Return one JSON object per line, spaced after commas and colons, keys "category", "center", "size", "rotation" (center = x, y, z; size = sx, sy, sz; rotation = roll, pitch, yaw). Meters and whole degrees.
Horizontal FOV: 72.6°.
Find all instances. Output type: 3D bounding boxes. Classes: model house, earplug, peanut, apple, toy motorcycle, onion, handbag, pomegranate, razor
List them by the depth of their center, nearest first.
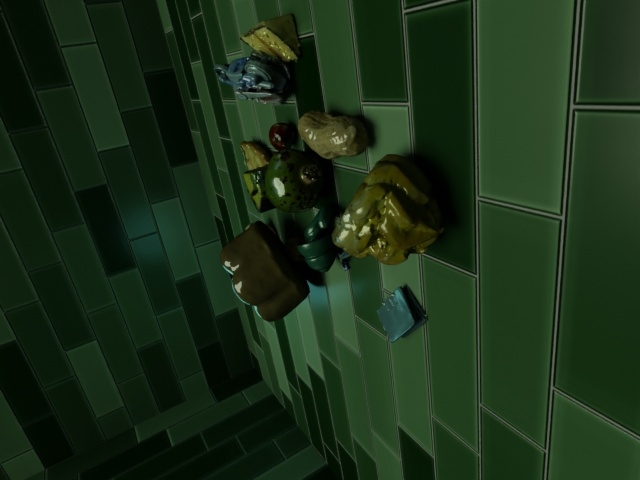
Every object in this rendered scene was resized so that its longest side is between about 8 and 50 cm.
{"category": "peanut", "center": [0.046, -0.340, 1.425], "size": [0.291, 0.143, 0.159], "rotation": [28, 167, 48]}
{"category": "handbag", "center": [0.274, 0.258, 1.518], "size": [0.144, 0.057, 0.221], "rotation": [64, 155, 21]}
{"category": "razor", "center": [0.126, 0.037, 1.645], "size": [0.093, 0.056, 0.324], "rotation": [67, 155, 10]}
{"category": "pomegranate", "center": [-0.091, -0.235, 1.675], "size": [0.270, 0.254, 0.254], "rotation": [-17, 93, 56]}
{"category": "toy motorcycle", "center": [-0.263, -0.609, 1.717], "size": [0.319, 0.182, 0.241], "rotation": [18, 147, 41]}
{"category": "earplug", "center": [0.008, -0.002, 1.748], "size": [0.257, 0.164, 0.280], "rotation": [1, 112, 49]}
{"category": "onion", "center": [-0.163, -0.430, 1.801], "size": [0.118, 0.118, 0.117], "rotation": [56, 130, 27]}
{"category": "model house", "center": [-0.210, -0.224, 1.905], "size": [0.170, 0.194, 0.211], "rotation": [13, 121, 55]}
{"category": "apple", "center": [-0.109, 0.046, 2.041], "size": [0.126, 0.126, 0.102], "rotation": [106, 160, -52]}

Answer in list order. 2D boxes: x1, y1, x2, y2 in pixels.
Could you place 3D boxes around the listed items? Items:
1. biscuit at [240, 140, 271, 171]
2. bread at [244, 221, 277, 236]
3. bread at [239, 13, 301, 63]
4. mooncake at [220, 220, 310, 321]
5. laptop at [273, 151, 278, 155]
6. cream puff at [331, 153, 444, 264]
{"category": "biscuit", "center": [-0.303, -0.337, 2.206], "size": [0.329, 0.078, 0.335], "rotation": [45, 146, 37]}
{"category": "bread", "center": [-0.320, 0.053, 2.420], "size": [0.192, 0.171, 0.314], "rotation": [-18, 91, 68]}
{"category": "bread", "center": [-0.183, -0.751, 1.614], "size": [0.266, 0.178, 0.142], "rotation": [19, 94, 56]}
{"category": "mooncake", "center": [-0.262, 0.144, 2.101], "size": [0.467, 0.262, 0.467], "rotation": [54, -174, -9]}
{"category": "laptop", "center": [-0.162, -0.297, 2.008], "size": [0.154, 0.026, 0.207], "rotation": [30, 136, 51]}
{"category": "cream puff", "center": [0.199, -0.062, 1.224], "size": [0.257, 0.291, 0.324], "rotation": [34, 132, 5]}
